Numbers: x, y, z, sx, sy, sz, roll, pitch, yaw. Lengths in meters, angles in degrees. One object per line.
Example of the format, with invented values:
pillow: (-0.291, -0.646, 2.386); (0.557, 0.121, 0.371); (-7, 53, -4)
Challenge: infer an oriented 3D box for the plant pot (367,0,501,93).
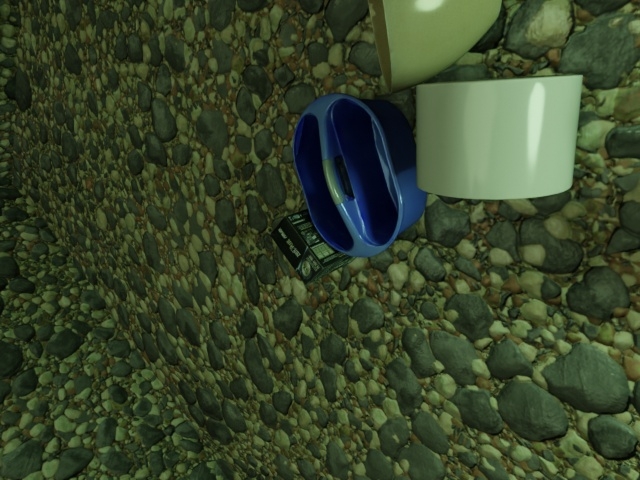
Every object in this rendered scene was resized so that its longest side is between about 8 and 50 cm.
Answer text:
plant pot: (0.182, -0.404, 0.793); (0.191, 0.284, 0.283); (-11, 101, 6)

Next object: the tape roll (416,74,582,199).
tape roll: (0.278, -0.174, 0.780); (0.246, 0.246, 0.169); (11, 113, 38)

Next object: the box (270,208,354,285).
box: (0.000, 0.000, 1.124); (0.147, 0.180, 0.077); (53, 131, 11)

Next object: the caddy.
caddy: (0.071, -0.136, 1.015); (0.241, 0.179, 0.341); (-12, 97, 42)
